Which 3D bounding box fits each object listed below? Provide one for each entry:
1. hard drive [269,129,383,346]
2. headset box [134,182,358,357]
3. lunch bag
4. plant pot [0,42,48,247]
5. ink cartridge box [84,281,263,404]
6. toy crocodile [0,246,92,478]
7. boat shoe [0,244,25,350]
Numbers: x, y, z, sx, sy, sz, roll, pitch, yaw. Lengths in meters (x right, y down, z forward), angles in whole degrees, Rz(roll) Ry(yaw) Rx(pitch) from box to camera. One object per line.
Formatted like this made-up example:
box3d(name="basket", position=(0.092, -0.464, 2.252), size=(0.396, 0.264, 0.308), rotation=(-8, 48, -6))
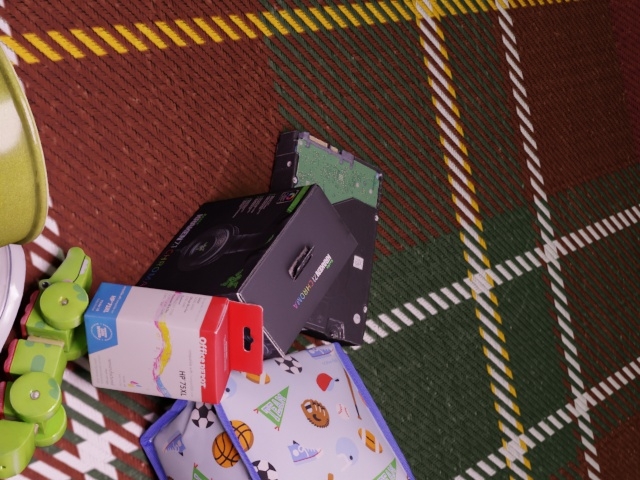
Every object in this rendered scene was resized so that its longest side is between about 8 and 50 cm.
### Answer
box3d(name="hard drive", position=(0.000, 0.000, 1.967), size=(0.237, 0.064, 0.339), rotation=(22, 70, -43))
box3d(name="headset box", position=(-0.114, 0.051, 1.678), size=(0.131, 0.283, 0.246), rotation=(56, 50, -26))
box3d(name="lunch bag", position=(-0.036, 0.388, 1.679), size=(0.328, 0.239, 0.385), rotation=(-11, 60, -47))
box3d(name="plant pot", position=(-0.551, -0.093, 1.214), size=(0.353, 0.366, 0.366), rotation=(-29, 106, -33))
box3d(name="ink cartridge box", position=(-0.199, 0.145, 1.520), size=(0.078, 0.231, 0.134), rotation=(-73, 167, -54))
box3d(name="toy crocodile", position=(-0.382, 0.161, 1.500), size=(0.105, 0.115, 0.341), rotation=(12, 59, -1))
box3d(name="boat shoe", position=(-0.460, 0.108, 1.437), size=(0.084, 0.095, 0.258), rotation=(31, 62, -45))
